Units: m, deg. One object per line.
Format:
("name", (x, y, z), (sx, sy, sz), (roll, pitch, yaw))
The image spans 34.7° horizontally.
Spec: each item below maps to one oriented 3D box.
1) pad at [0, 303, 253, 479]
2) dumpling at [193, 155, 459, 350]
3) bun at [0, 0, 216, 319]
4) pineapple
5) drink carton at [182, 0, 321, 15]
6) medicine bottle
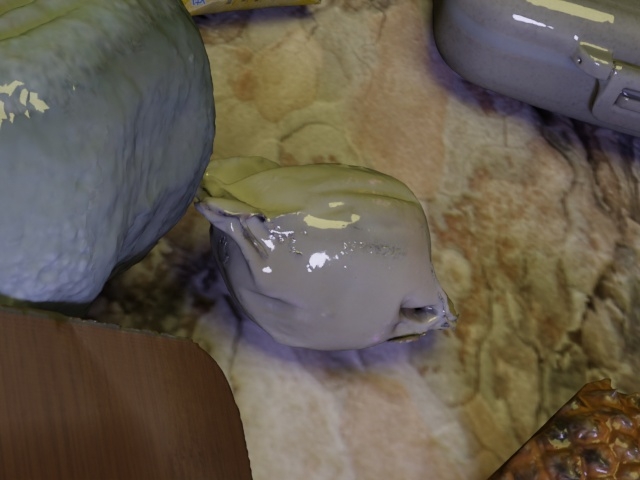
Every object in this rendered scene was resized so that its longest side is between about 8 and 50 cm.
("pad", (-0.094, 0.160, 0.364), (0.284, 0.018, 0.286), (19, 55, -56))
("dumpling", (0.000, 0.000, 0.652), (0.199, 0.118, 0.136), (27, 22, -33))
("bun", (-0.232, -0.041, 0.530), (0.354, 0.194, 0.354), (-3, 27, 1))
("pineapple", (0.220, 0.198, 0.544), (0.277, 0.119, 0.130), (43, 5, 20))
("drink carton", (-0.094, -0.230, 0.852), (0.200, 0.084, 0.074), (-14, 44, -28))
("medicine bottle", (0.289, -0.203, 0.929), (0.375, 0.123, 0.282), (16, 44, -6))
